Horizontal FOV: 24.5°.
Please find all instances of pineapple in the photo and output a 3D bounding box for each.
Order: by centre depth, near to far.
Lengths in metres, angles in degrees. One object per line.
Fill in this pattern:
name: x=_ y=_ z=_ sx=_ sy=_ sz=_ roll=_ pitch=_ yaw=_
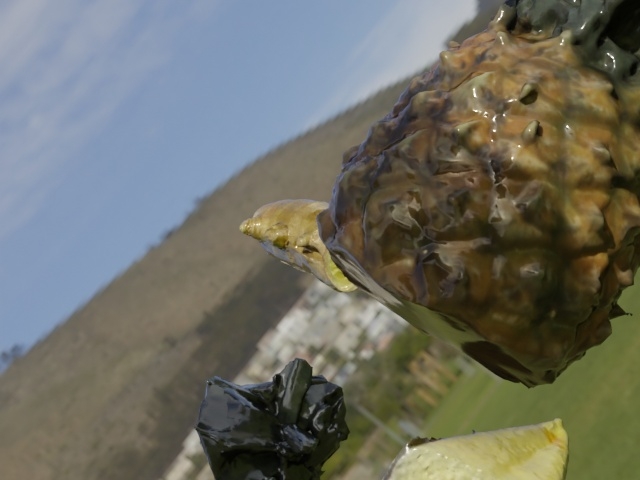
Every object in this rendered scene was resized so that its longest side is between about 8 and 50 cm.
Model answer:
pineapple: x=0.107 y=-0.069 z=0.572 sx=0.248 sy=0.128 sz=0.128 roll=-57 pitch=-6 yaw=-2
pineapple: x=-0.036 y=0.177 z=0.746 sx=0.119 sy=0.111 sz=0.237 roll=164 pitch=117 yaw=-68

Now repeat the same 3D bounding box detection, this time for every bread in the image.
bread: x=0.090 y=0.239 z=1.145 sx=0.240 sy=0.135 sz=0.178 roll=-66 pitch=-6 yaw=21

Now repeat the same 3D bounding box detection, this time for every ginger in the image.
ginger: x=-0.013 y=-0.006 z=1.533 sx=0.081 sy=0.115 sz=0.205 roll=-51 pitch=15 yaw=-4
